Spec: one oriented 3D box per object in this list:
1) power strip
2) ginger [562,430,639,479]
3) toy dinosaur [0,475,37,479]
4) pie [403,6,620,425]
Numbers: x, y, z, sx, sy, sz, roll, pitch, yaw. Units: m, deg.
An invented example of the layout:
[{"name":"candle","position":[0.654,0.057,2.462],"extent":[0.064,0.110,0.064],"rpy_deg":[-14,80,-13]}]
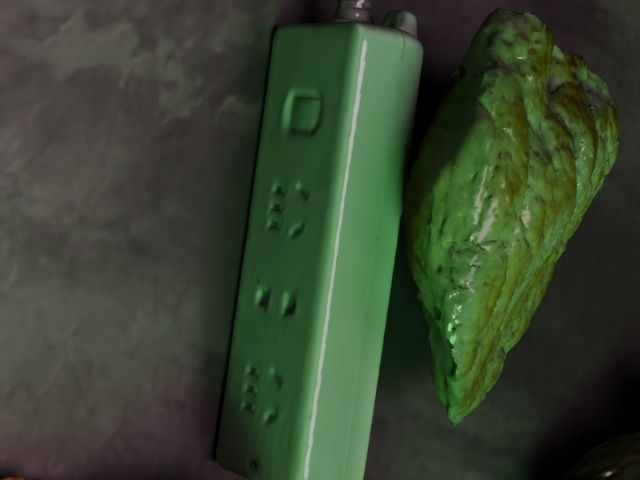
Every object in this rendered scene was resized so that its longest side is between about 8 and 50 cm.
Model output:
[{"name":"power strip","position":[0.000,0.000,0.921],"extent":[0.058,0.098,0.338],"rpy_deg":[7,91,-35]},{"name":"ginger","position":[0.247,0.280,1.104],"extent":[0.256,0.176,0.375],"rpy_deg":[15,87,-22]},{"name":"toy dinosaur","position":[-0.052,0.184,0.894],"extent":[0.288,0.117,0.070],"rpy_deg":[28,80,-39]},{"name":"pie","position":[0.114,-0.009,0.945],"extent":[0.274,0.105,0.257],"rpy_deg":[10,93,-74]}]
